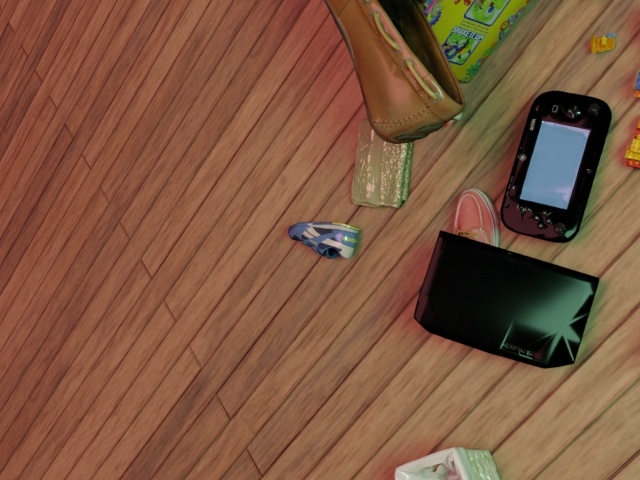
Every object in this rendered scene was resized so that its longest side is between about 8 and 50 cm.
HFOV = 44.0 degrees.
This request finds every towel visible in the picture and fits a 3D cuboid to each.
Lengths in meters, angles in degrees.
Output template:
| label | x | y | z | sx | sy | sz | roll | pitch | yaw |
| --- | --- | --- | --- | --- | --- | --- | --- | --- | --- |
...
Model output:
| label | x | y | z | sx | sy | sz | roll | pitch | yaw |
| --- | --- | --- | --- | --- | --- | --- | --- | --- | --- |
| towel | 0.098 | -0.126 | 1.275 | 0.110 | 0.027 | 0.148 | 5 | 86 | 41 |

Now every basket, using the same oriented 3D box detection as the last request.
| label | x | y | z | sx | sy | sz | roll | pitch | yaw |
| --- | --- | --- | --- | --- | --- | --- | --- | --- | --- |
| basket | 0.188 | 0.368 | 1.058 | 0.113 | 0.103 | 0.167 | -32 | 63 | 33 |

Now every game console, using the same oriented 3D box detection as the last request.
| label | x | y | z | sx | sy | sz | roll | pitch | yaw |
| --- | --- | --- | --- | --- | --- | --- | --- | --- | --- |
| game console | 0.271 | -0.026 | 1.041 | 0.213 | 0.044 | 0.361 | 17 | 85 | 12 |

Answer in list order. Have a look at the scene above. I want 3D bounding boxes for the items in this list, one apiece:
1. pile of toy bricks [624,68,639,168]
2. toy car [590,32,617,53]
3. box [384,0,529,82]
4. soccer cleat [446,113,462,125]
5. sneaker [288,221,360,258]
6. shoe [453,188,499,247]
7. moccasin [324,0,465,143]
| label | x | y | z | sx | sy | sz | roll | pitch | yaw |
| --- | --- | --- | --- | --- | --- | --- | --- | --- | --- |
| pile of toy bricks | 0.424 | -0.191 | 0.945 | 0.118 | 0.105 | 0.212 | 19 | 95 | 42 |
| toy car | 0.376 | -0.313 | 1.069 | 0.040 | 0.060 | 0.122 | -5 | 98 | -2 |
| box | 0.165 | -0.436 | 1.148 | 0.279 | 0.177 | 0.290 | -54 | 52 | 32 |
| soccer cleat | 0.147 | -0.238 | 1.228 | 0.196 | 0.068 | 0.076 | 34 | 102 | 43 |
| sneaker | 0.000 | 0.000 | 1.323 | 0.144 | 0.053 | 0.059 | 2 | 86 | 43 |
| shoe | 0.208 | 0.008 | 1.118 | 0.063 | 0.081 | 0.178 | -12 | 75 | 40 |
| moccasin | 0.081 | -0.316 | 1.005 | 0.147 | 0.139 | 0.380 | -27 | 73 | 41 |
